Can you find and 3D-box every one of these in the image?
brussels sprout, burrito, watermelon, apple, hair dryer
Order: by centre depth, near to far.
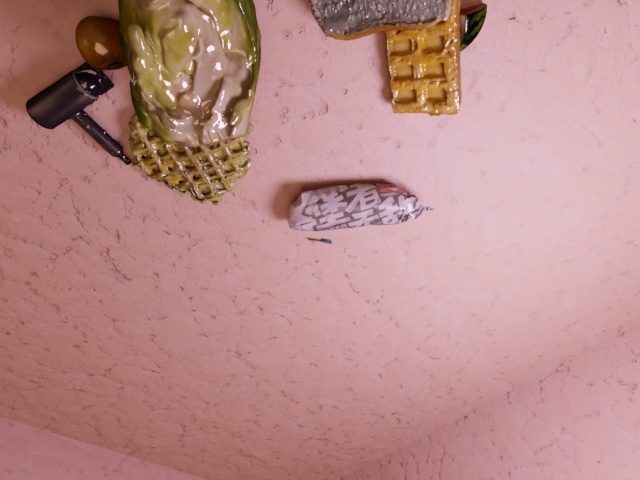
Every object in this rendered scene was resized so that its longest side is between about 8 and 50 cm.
[{"bbox_3d":[-0.250,-0.383,0.821,0.275,0.315,0.372,-8,114,-15],"label":"brussels sprout"},{"bbox_3d":[-0.464,-0.427,0.881,0.114,0.099,0.102,-22,104,-20],"label":"apple"},{"bbox_3d":[0.324,-0.498,0.963,0.094,0.125,0.135,33,141,4],"label":"watermelon"},{"bbox_3d":[-0.544,-0.291,1.010,0.195,0.078,0.248,-26,136,11],"label":"hair dryer"},{"bbox_3d":[0.122,-0.101,1.211,0.445,0.101,0.139,-4,122,-2],"label":"burrito"}]

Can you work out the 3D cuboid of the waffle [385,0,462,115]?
[{"bbox_3d":[0.243,-0.430,0.957,0.167,0.057,0.274,8,132,28],"label":"waffle"}]

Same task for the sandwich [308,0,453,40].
[{"bbox_3d":[0.110,-0.551,0.803,0.300,0.099,0.271,1,124,21],"label":"sandwich"}]

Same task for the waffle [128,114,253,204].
[{"bbox_3d":[-0.337,-0.240,1.061,0.317,0.073,0.297,22,122,-22],"label":"waffle"}]

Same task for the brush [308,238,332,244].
[{"bbox_3d":[0.000,0.000,1.323,0.083,0.016,0.013,8,113,-14],"label":"brush"}]
